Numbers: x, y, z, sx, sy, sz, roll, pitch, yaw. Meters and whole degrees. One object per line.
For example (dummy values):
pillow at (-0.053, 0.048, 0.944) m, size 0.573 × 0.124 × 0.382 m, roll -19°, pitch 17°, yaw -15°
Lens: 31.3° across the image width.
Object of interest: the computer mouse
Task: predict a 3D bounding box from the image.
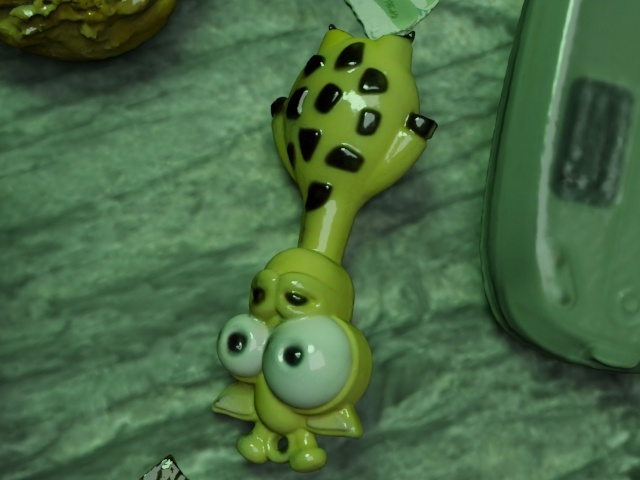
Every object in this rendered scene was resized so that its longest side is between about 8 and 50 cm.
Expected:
computer mouse at (0.214, -0.075, 0.775) m, size 0.197 × 0.095 × 0.331 m, roll 15°, pitch 87°, yaw -6°

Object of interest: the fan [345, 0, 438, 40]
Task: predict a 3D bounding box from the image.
fan at (0.036, -0.255, 0.816) m, size 0.131 × 0.009 × 0.240 m, roll -12°, pitch 83°, yaw -14°

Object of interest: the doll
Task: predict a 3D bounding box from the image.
doll at (0.000, 0.000, 0.728) m, size 0.117 × 0.086 × 0.291 m, roll 8°, pitch 78°, yaw 32°

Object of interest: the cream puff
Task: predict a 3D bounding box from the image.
cream puff at (-0.161, -0.205, 0.710) m, size 0.189 × 0.129 × 0.189 m, roll 2°, pitch 77°, yaw -9°

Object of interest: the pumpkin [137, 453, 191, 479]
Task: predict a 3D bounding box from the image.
pumpkin at (-0.101, 0.183, 0.693) m, size 0.083 × 0.054 × 0.074 m, roll -40°, pitch 85°, yaw -9°
